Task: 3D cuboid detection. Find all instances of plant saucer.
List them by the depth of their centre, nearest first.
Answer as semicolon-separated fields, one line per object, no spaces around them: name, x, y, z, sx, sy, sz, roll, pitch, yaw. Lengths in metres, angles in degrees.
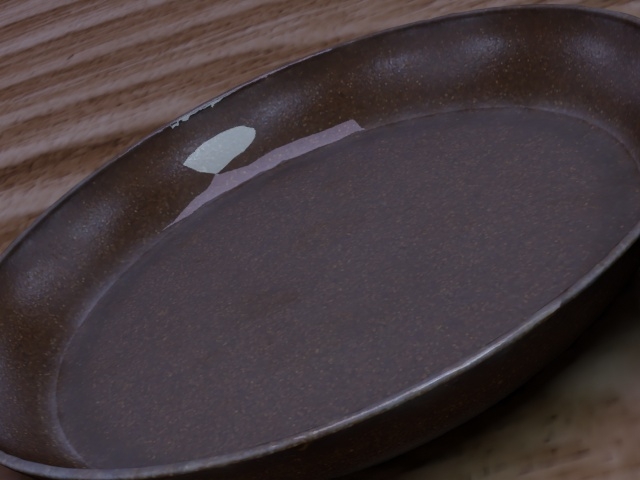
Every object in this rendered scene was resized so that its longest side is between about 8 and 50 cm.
plant saucer;0.000;0.000;0.501;0.310;0.050;0.310;-19;27;10
